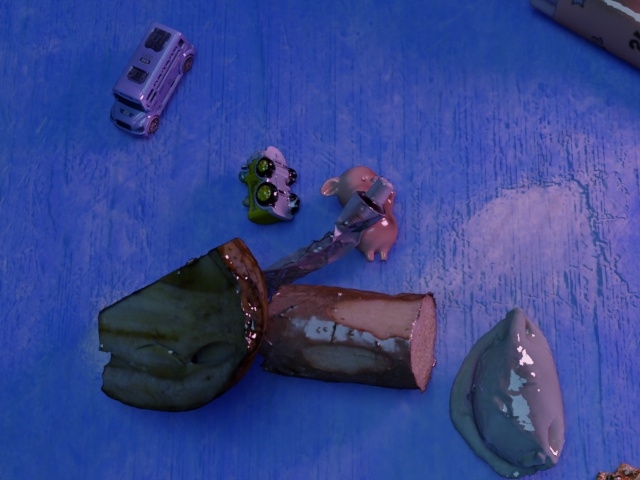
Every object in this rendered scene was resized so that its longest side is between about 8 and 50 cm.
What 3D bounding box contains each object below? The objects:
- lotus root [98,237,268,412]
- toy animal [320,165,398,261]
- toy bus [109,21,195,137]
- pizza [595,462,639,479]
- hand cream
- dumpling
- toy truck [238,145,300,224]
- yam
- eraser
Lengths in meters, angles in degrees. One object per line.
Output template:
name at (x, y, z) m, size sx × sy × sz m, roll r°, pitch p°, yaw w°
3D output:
lotus root at (-0.167, 0.113, 1.454) m, size 0.314 × 0.142 × 0.210 m, roll -10°, pitch 92°, yaw 42°
toy animal at (0.063, -0.041, 1.521) m, size 0.089 × 0.083 × 0.150 m, roll -23°, pitch 71°, yaw 17°
toy bus at (-0.264, -0.245, 1.655) m, size 0.073 × 0.076 × 0.167 m, roll 24°, pitch 80°, yaw 18°
pizza at (0.375, 0.306, 1.383) m, size 0.083 × 0.016 × 0.037 m, roll -18°, pitch 65°, yaw 8°
hand cream at (0.002, 0.003, 1.477) m, size 0.257 × 0.084 × 0.050 m, roll -38°, pitch 60°, yaw 19°
dumpling at (0.235, 0.197, 1.399) m, size 0.149 × 0.105 × 0.217 m, roll -6°, pitch 73°, yaw 11°
toy truck at (-0.082, -0.079, 1.574) m, size 0.077 × 0.076 × 0.111 m, roll -18°, pitch 69°, yaw 28°
yam at (0.033, 0.126, 1.458) m, size 0.238 × 0.129 × 0.128 m, roll 5°, pitch 110°, yaw 14°
eraser at (0.461, -0.335, 1.519) m, size 0.290 × 0.087 × 0.171 m, roll 35°, pitch 81°, yaw 19°
